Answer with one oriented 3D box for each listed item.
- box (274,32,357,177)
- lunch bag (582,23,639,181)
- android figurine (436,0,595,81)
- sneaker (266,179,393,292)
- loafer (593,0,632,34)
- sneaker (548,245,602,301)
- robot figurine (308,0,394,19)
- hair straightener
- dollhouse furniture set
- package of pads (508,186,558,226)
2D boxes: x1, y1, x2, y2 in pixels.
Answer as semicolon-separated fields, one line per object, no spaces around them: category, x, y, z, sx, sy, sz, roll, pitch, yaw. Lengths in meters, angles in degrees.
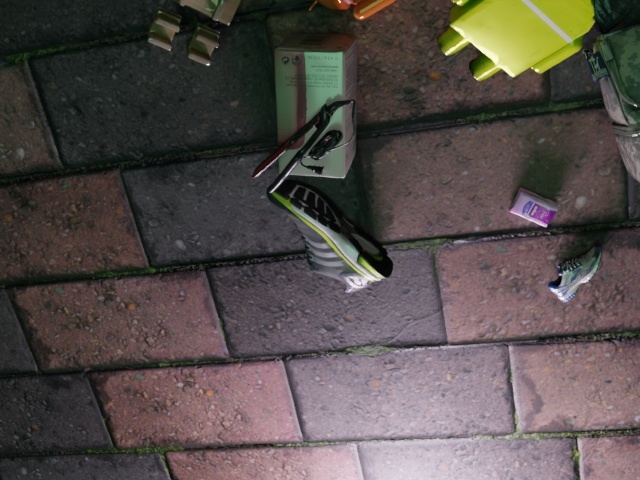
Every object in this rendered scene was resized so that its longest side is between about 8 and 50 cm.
box;-0.005;-0.248;1.414;0.127;0.148;0.232;4;116;10
lunch bag;0.613;-0.256;1.267;0.305;0.212;0.255;-18;95;18
android figurine;0.332;-0.371;1.283;0.248;0.056;0.273;29;141;-27
sneaker;0.000;0.000;1.561;0.300;0.111;0.121;42;120;-8
loafer;0.456;-0.429;1.291;0.061;0.062;0.170;-34;114;12
sneaker;0.497;0.060;1.522;0.058;0.052;0.135;32;117;0
robot figurine;0.065;-0.471;1.306;0.220;0.128;0.158;-21;121;19
hair straightener;-0.015;-0.158;1.357;0.230;0.047;0.089;-41;102;22
dollhouse furniture set;-0.261;-0.474;1.387;0.242;0.161;0.212;19;120;-24
package of pads;0.408;-0.064;1.489;0.083;0.032;0.050;24;120;-1
